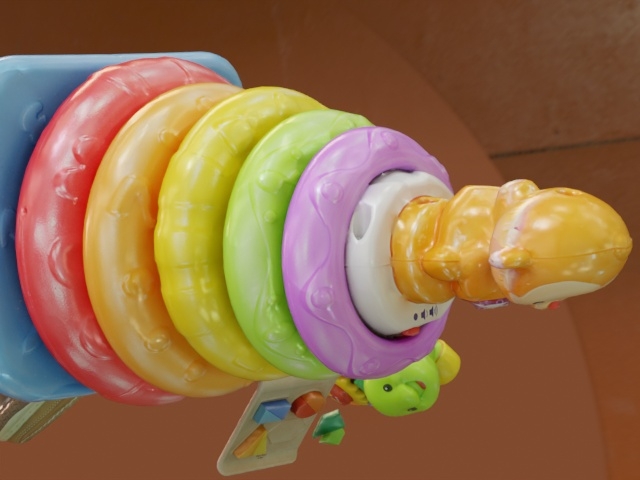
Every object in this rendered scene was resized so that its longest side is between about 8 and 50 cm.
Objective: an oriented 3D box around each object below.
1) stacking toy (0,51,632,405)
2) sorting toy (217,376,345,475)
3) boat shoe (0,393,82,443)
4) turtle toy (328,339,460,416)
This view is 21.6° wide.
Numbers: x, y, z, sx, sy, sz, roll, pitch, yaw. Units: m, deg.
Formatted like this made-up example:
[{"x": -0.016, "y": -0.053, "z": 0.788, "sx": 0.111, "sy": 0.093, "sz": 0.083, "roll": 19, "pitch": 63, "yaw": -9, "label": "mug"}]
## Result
[{"x": 0.000, "y": 0.000, "z": 0.717, "sx": 0.175, "sy": 0.302, "sz": 0.165, "roll": -9, "pitch": 99, "yaw": -49, "label": "stacking toy"}, {"x": -0.011, "y": 0.091, "z": 0.854, "sx": 0.083, "sy": 0.062, "sz": 0.012, "roll": -3, "pitch": 36, "yaw": -47, "label": "sorting toy"}, {"x": -0.128, "y": 0.059, "z": 1.026, "sx": 0.072, "sy": 0.068, "sz": 0.190, "roll": 34, "pitch": 106, "yaw": -29, "label": "boat shoe"}, {"x": 0.032, "y": 0.069, "z": 1.007, "sx": 0.095, "sy": 0.130, "sz": 0.066, "roll": 42, "pitch": 74, "yaw": -24, "label": "turtle toy"}]
